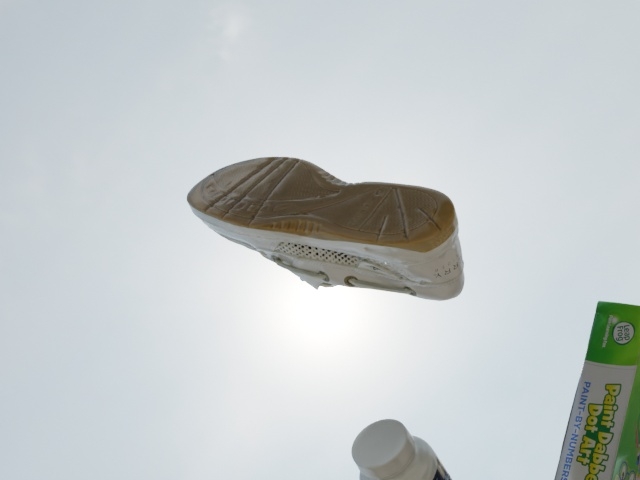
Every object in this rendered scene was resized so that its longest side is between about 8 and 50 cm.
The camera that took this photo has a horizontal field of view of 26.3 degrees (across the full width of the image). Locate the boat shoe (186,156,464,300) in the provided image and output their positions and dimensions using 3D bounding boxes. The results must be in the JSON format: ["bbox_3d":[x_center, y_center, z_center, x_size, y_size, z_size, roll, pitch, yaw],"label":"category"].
[{"bbox_3d":[0.000,0.000,1.152,0.098,0.277,0.096,-44,-49,-31],"label":"boat shoe"}]

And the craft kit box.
[{"bbox_3d":[0.287,0.208,1.213,0.250,0.061,0.246,32,-113,-50],"label":"craft kit box"}]

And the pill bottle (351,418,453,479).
[{"bbox_3d":[0.073,0.201,1.118,0.067,0.067,0.120,-40,-55,-11],"label":"pill bottle"}]
